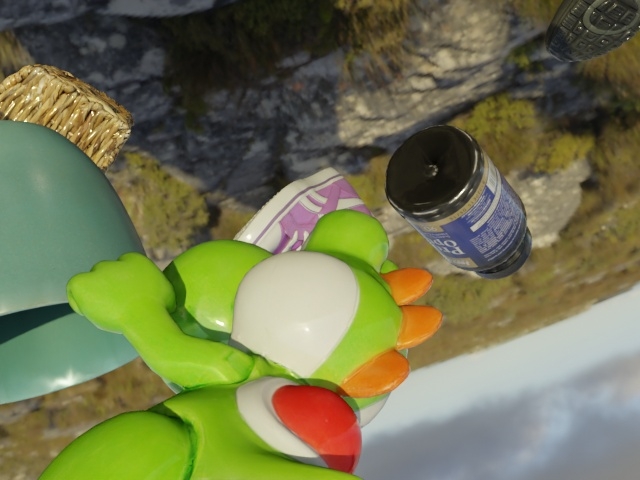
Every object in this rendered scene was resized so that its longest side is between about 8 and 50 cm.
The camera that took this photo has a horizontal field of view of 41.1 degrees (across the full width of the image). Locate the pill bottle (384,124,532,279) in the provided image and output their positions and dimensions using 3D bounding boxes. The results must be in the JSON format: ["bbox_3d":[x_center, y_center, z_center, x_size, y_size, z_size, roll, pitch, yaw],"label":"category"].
[{"bbox_3d":[0.179,-0.036,1.045,0.122,0.123,0.219,-26,142,21],"label":"pill bottle"}]

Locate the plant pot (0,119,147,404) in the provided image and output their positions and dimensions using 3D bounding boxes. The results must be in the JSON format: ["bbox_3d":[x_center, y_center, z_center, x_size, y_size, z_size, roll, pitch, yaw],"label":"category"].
[{"bbox_3d":[-0.330,0.017,0.906,0.292,0.235,0.293,-18,161,-6],"label":"plant pot"}]

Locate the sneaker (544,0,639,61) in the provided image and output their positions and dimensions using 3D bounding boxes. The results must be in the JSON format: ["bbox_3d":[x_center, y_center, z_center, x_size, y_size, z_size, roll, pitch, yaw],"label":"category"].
[{"bbox_3d":[0.411,-0.376,1.182,0.109,0.130,0.286,27,112,-30],"label":"sneaker"}]

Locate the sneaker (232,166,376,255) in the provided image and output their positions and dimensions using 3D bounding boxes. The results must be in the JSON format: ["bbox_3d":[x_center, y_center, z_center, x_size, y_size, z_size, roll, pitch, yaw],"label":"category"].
[{"bbox_3d":[0.001,-0.001,1.164,0.102,0.161,0.282,-46,173,37],"label":"sneaker"}]

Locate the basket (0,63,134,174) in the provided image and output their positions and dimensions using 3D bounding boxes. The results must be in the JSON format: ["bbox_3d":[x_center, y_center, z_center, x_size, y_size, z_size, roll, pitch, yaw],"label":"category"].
[{"bbox_3d":[-0.449,-0.119,1.317,0.299,0.213,0.223,-57,-163,5],"label":"basket"}]

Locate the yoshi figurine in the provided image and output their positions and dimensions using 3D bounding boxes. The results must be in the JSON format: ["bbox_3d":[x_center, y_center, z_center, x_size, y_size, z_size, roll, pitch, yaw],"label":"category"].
[{"bbox_3d":[-0.070,0.107,0.479,0.362,0.202,0.204,-53,167,-50],"label":"yoshi figurine"}]
